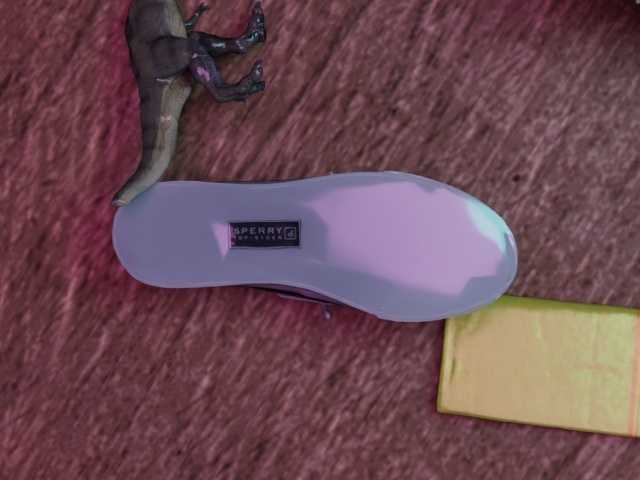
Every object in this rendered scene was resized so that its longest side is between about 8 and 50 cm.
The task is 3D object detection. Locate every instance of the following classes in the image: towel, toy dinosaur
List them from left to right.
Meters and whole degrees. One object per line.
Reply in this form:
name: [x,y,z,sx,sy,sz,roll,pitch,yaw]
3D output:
toy dinosaur: [-0.102,-0.142,1.054,0.118,0.064,0.268,-6,61,2]
towel: [0.213,0.100,1.054,0.237,0.021,0.102,6,82,7]

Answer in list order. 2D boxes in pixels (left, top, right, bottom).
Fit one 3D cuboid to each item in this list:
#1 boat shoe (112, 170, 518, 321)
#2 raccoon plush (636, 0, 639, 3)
boat shoe: [0.000,0.004,1.037,0.306,0.105,0.113,-2,91,12]
raccoon plush: [0.296,-0.288,1.023,0.216,0.299,0.446,-33,52,18]
